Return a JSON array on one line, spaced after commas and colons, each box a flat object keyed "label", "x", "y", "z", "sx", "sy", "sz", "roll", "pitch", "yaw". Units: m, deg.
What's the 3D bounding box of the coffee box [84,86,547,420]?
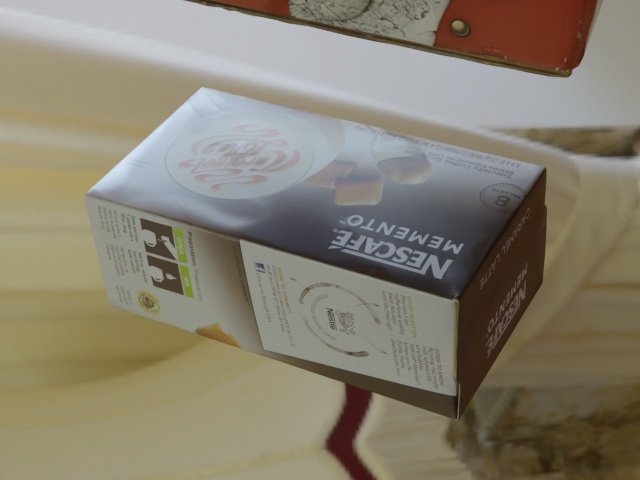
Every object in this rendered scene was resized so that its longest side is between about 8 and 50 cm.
[{"label": "coffee box", "x": 0.000, "y": 0.000, "z": 0.799, "sx": 0.141, "sy": 0.246, "sz": 0.098, "roll": -50, "pitch": -34, "yaw": -41}]

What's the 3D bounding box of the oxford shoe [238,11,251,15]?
[{"label": "oxford shoe", "x": -0.133, "y": -0.277, "z": 0.693, "sx": 0.397, "sy": 0.140, "sz": 0.146, "roll": 55, "pitch": 164, "yaw": -15}]

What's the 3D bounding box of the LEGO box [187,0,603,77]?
[{"label": "LEGO box", "x": 0.088, "y": -0.377, "z": 0.543, "sx": 0.372, "sy": 0.193, "sz": 0.500, "roll": 88, "pitch": -159, "yaw": -48}]
